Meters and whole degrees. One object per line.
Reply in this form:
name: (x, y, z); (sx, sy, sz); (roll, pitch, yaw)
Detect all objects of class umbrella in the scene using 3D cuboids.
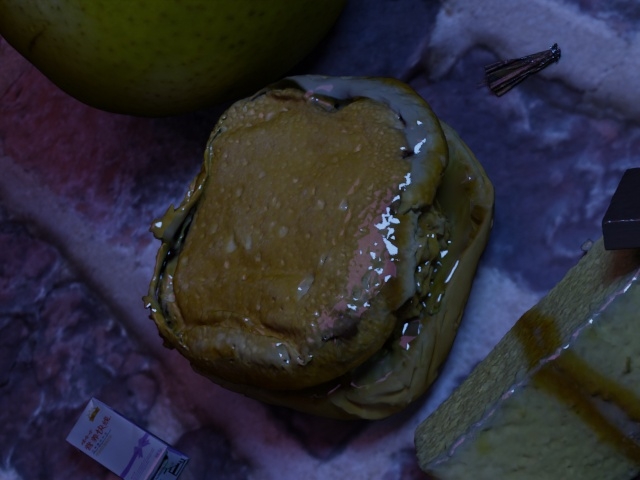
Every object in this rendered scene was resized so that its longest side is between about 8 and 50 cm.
umbrella: (0.177, -0.154, 1.463); (0.083, 0.020, 0.031); (-19, 57, 18)

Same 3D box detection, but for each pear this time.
pear: (-0.151, -0.286, 1.530); (0.418, 0.362, 0.362); (-14, 56, 57)

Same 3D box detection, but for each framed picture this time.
framed picture: (0.286, -0.031, 1.232); (0.128, 0.168, 0.023); (-5, 105, 18)

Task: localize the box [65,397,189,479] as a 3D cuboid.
box: (-0.178, 0.191, 1.499); (0.117, 0.036, 0.050); (23, 79, 39)

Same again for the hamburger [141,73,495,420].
hamburger: (0.000, 0.000, 1.404); (0.318, 0.158, 0.319); (-15, 59, 27)

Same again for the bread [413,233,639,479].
bread: (0.197, 0.104, 1.260); (0.266, 0.142, 0.178); (-48, 65, 5)
